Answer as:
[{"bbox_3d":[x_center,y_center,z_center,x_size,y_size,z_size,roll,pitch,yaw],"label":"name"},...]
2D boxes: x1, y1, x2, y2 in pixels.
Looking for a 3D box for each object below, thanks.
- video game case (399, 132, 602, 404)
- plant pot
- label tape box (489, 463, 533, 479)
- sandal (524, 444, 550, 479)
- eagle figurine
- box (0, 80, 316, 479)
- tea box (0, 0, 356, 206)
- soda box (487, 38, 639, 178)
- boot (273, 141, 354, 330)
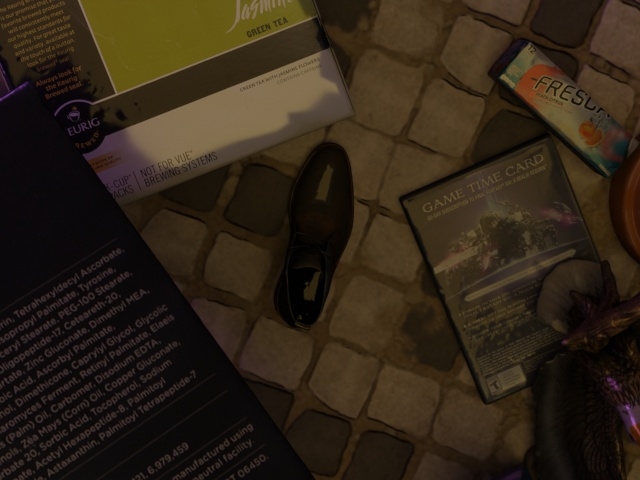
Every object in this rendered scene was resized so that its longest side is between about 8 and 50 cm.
[{"bbox_3d":[0.234,0.035,1.952,0.196,0.026,0.274,-24,101,-2],"label":"video game case"},{"bbox_3d":[0.457,-0.038,1.881,0.205,0.188,0.205,-1,99,-6],"label":"plant pot"},{"bbox_3d":[0.232,0.396,1.816,0.115,0.347,0.249,-28,84,9],"label":"label tape box"},{"bbox_3d":[0.310,0.326,1.996,0.072,0.049,0.180,-33,102,0],"label":"sandal"},{"bbox_3d":[0.358,0.184,1.908,0.226,0.225,0.298,8,138,29],"label":"eagle figurine"},{"bbox_3d":[-0.270,0.183,1.577,0.297,0.480,0.472,-35,83,-19],"label":"box"},{"bbox_3d":[-0.179,-0.232,1.759,0.329,0.220,0.323,-21,102,-3],"label":"tea box"},{"bbox_3d":[0.282,-0.154,1.905,0.183,0.063,0.058,40,94,-11],"label":"soda box"},{"bbox_3d":[0.000,0.000,1.876,0.082,0.106,0.219,10,99,-8],"label":"boot"}]
